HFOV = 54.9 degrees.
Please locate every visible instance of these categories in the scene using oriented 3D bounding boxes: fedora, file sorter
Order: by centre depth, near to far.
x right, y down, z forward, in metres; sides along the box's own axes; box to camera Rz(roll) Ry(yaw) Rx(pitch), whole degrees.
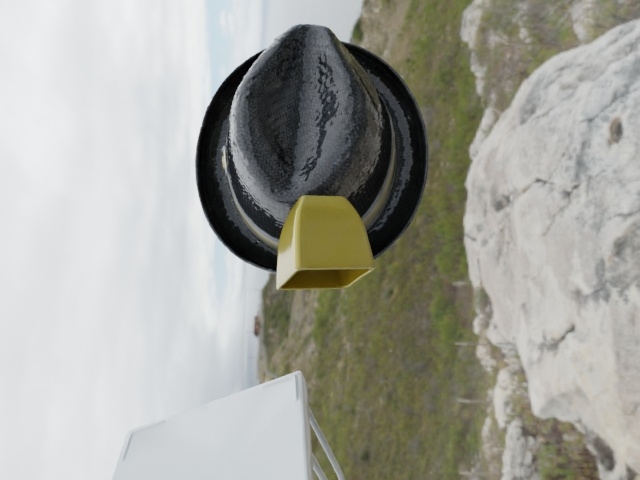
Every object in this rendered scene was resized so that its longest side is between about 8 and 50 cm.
[{"bbox_3d":[-0.070,0.288,0.529,0.278,0.192,0.173,-98,-14,-66],"label":"file sorter"},{"bbox_3d":[-0.015,-0.130,0.735,0.152,0.333,0.334,81,-171,-73],"label":"fedora"}]

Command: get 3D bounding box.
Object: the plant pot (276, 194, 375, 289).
[{"bbox_3d":[0.000,0.000,0.626,0.081,0.081,0.083,135,132,-65],"label":"plant pot"}]
